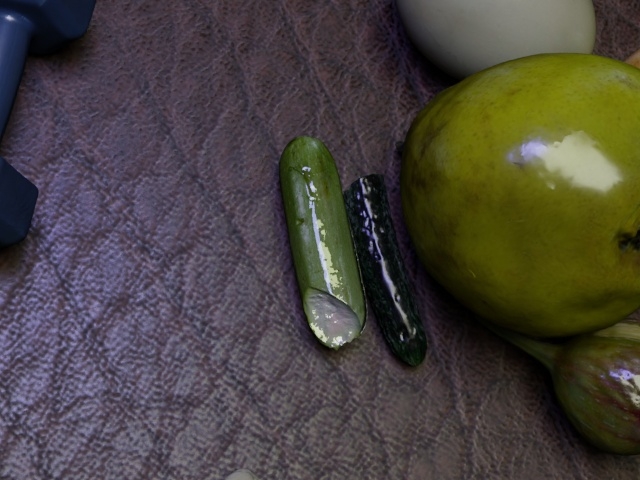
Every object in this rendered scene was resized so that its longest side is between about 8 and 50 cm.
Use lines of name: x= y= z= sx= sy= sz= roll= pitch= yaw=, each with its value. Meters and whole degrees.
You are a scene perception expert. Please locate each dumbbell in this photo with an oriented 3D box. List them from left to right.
dumbbell: x=-0.336 y=-0.148 z=1.286 sx=0.144 sy=0.156 sz=0.316 roll=3 pitch=67 yaw=20

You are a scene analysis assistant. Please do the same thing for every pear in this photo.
pear: x=0.211 y=-0.055 z=1.296 sx=0.287 sy=0.375 sz=0.287 roll=-17 pitch=117 yaw=-37

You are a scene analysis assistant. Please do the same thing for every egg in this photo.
egg: x=0.195 y=-0.262 z=1.418 sx=0.242 sy=0.186 sz=0.186 roll=33 pitch=68 yaw=-10

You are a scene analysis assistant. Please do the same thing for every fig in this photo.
fig: x=0.267 y=0.126 z=1.340 sx=0.245 sy=0.149 sz=0.149 roll=24 pitch=68 yaw=10

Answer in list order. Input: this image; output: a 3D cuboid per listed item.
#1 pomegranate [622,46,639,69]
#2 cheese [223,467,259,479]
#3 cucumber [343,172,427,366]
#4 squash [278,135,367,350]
pomegranate: x=0.407 y=-0.130 z=1.411 sx=0.207 sy=0.207 sz=0.207 roll=4 pitch=71 yaw=-11
cheese: x=-0.032 y=0.309 z=1.249 sx=0.065 sy=0.043 sz=0.194 roll=-40 pitch=83 yaw=-20
cucumber: x=0.070 y=0.033 z=1.363 sx=0.058 sy=0.052 sz=0.214 roll=1 pitch=69 yaw=-50
squash: x=0.000 y=0.000 z=1.349 sx=0.069 sy=0.069 sz=0.239 roll=-7 pitch=73 yaw=-15
